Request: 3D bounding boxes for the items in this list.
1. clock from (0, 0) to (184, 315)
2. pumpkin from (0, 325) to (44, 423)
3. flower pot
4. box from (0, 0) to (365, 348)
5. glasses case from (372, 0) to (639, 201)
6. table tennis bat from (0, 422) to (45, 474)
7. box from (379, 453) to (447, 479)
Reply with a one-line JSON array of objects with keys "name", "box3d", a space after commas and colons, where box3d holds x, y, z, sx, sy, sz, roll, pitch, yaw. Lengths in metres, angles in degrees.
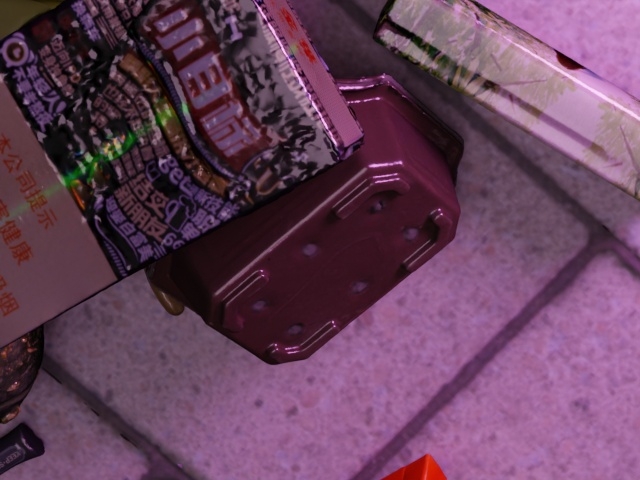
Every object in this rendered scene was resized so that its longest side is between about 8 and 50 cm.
[{"name": "clock", "box3d": [-0.162, -0.085, 1.524, 0.235, 0.096, 0.308, 5, 109, 4]}, {"name": "pumpkin", "box3d": [-0.309, 0.067, 1.553, 0.190, 0.146, 0.190, 12, 140, 11]}, {"name": "flower pot", "box3d": [0.000, 0.000, 1.490, 0.251, 0.084, 0.179, -39, 136, 14]}, {"name": "box", "box3d": [-0.148, -0.078, 1.412, 0.310, 0.084, 0.198, -29, 92, 18]}, {"name": "glasses case", "box3d": [0.171, -0.115, 1.478, 0.272, 0.095, 0.062, 31, 107, -4]}, {"name": "table tennis bat", "box3d": [-0.340, 0.223, 1.678, 0.236, 0.027, 0.150, -30, 102, 17]}, {"name": "box", "box3d": [-0.009, 0.268, 1.596, 0.245, 0.139, 0.035, -31, 100, 13]}]
